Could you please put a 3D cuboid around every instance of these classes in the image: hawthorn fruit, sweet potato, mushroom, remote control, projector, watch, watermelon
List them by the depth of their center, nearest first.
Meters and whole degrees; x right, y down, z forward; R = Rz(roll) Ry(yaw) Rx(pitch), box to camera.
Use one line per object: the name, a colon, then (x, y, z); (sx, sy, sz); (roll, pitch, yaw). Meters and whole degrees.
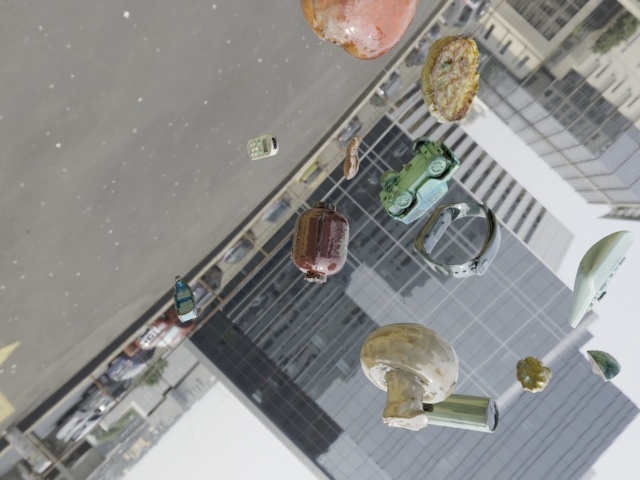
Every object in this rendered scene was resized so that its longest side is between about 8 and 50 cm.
remote control: (0.471, 0.073, 0.840); (0.103, 0.051, 0.293); (-50, 148, -5)
hawthorn fruit: (0.083, -0.481, 0.948); (0.231, 0.235, 0.263); (-12, 158, -40)
watch: (0.335, -0.008, 1.156); (0.193, 0.068, 0.206); (23, -114, 44)
watermelon: (0.676, 0.308, 1.164); (0.085, 0.085, 0.061); (-44, 157, -40)
mushroom: (0.249, 0.394, 1.422); (0.297, 0.297, 0.290); (-48, -168, 52)
sweet potato: (0.102, -0.266, 1.513); (0.050, 0.050, 0.214); (-45, 162, -24)
projector: (0.403, 0.555, 1.599); (0.337, 0.108, 0.108); (-7, -156, 37)
remote control: (-0.210, -0.342, 1.770); (0.042, 0.078, 0.221); (-11, -172, -31)

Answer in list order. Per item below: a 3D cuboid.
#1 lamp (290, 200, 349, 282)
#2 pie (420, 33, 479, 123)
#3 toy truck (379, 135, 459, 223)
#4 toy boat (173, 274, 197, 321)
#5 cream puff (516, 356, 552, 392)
lamp: (0.000, 0.000, 1.495); (0.180, 0.180, 0.258); (124, -26, -80)
pie: (0.453, -0.571, 1.706); (0.092, 0.315, 0.315); (19, -125, 44)
toy truck: (0.319, -0.196, 1.582); (0.279, 0.156, 0.155); (-46, -145, 20)
toy boat: (-0.497, 0.207, 1.760); (0.075, 0.185, 0.077); (-17, 132, -8)
cream puff: (0.862, 0.533, 1.943); (0.116, 0.146, 0.146); (-5, 157, -26)
